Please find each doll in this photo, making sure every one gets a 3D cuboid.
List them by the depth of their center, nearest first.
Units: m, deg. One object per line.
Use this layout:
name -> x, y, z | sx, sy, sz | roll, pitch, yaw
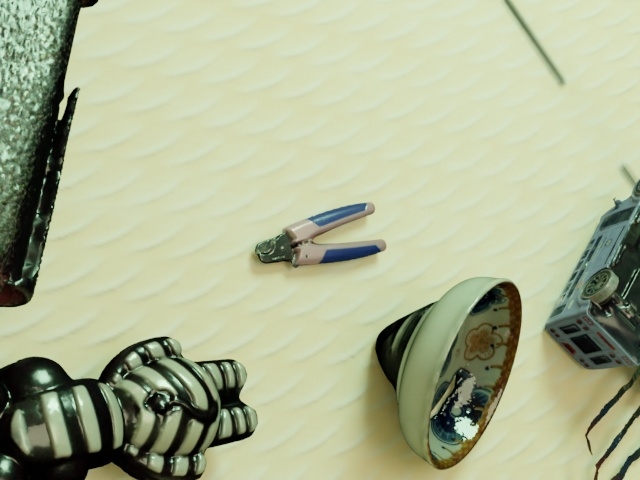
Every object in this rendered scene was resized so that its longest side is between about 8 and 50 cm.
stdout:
doll -> -0.130, 0.107, 0.926 | 0.219, 0.067, 0.091 | -4, 77, -45

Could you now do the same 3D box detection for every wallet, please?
wallet -> -0.260, -0.100, 0.882 | 0.262, 0.071, 0.220 | 20, 66, -25

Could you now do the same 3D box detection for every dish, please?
dish -> 0.076, 0.082, 1.098 | 0.141, 0.078, 0.141 | -41, 141, -45

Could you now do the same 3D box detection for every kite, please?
kite -> 0.266, 0.111, 1.250 | 0.229, 0.016, 0.127 | -45, 128, -34

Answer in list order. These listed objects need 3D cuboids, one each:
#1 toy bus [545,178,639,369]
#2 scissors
toy bus -> 0.244, 0.020, 1.238 | 0.073, 0.076, 0.167 | 44, 57, -16
scissors -> 0.000, 0.000, 1.091 | 0.113, 0.012, 0.039 | -15, 87, -40
